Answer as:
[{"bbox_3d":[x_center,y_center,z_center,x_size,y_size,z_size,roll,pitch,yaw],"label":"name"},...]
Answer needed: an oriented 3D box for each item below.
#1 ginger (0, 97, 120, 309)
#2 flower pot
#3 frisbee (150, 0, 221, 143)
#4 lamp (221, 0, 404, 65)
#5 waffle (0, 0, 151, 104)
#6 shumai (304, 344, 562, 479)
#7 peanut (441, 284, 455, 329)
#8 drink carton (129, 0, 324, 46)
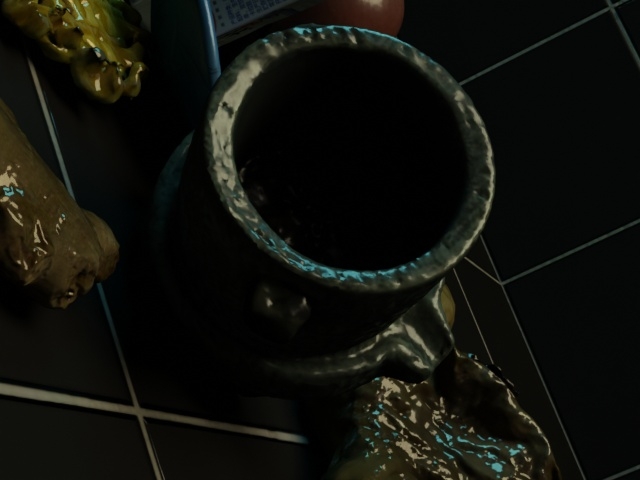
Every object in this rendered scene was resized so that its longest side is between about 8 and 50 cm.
[{"bbox_3d":[-0.203,-0.017,0.860,0.137,0.074,0.213,-100,164,-47],"label":"ginger"},{"bbox_3d":[0.000,0.000,1.081,0.299,0.299,0.283,68,-24,15],"label":"flower pot"},{"bbox_3d":[-0.141,-0.183,1.248,0.242,0.045,0.242,169,-90,-75],"label":"frisbee"},{"bbox_3d":[-0.036,-0.308,1.580,0.239,0.305,0.305,-6,63,-27],"label":"lamp"},{"bbox_3d":[-0.237,-0.247,1.145,0.262,0.060,0.280,53,18,-37],"label":"waffle"},{"bbox_3d":[0.075,0.265,1.269,0.346,0.217,0.283,50,48,-2],"label":"shumai"},{"bbox_3d":[0.059,0.055,1.496,0.291,0.143,0.159,49,10,-37],"label":"peanut"},{"bbox_3d":[-0.047,-0.299,1.389,0.107,0.315,0.130,67,15,-3],"label":"drink carton"}]
